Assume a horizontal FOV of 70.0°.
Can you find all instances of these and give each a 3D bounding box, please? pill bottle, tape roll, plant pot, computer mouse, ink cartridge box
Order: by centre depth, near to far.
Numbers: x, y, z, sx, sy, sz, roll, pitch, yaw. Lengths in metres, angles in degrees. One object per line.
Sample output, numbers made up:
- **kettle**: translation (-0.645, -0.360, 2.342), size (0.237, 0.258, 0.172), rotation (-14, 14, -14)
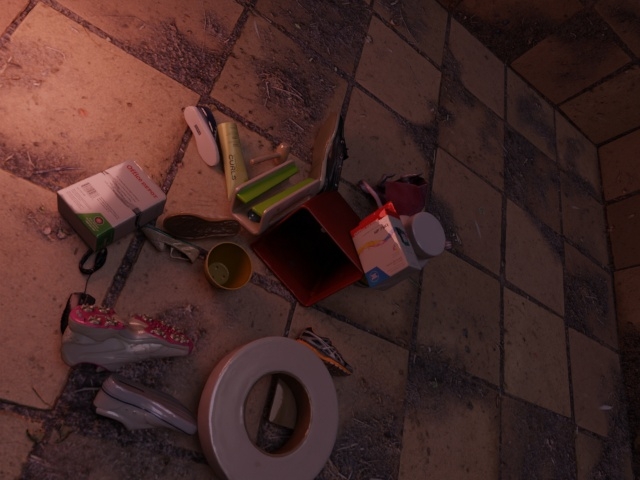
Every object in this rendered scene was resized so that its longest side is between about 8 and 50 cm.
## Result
- **computer mouse**: translation (-0.557, 0.117, 1.090), size (0.071, 0.041, 0.242), rotation (18, 62, -29)
- **ink cartridge box**: translation (-0.521, -0.093, 1.154), size (0.153, 0.087, 0.208), rotation (48, 51, 5)
- **tape roll**: translation (-0.123, 0.448, 1.183), size (0.391, 0.072, 0.393), rotation (14, 65, -33)
- **plant pot**: translation (-0.271, 0.082, 1.273), size (0.134, 0.095, 0.134), rotation (14, 64, -31)
- **ink cartridge box**: translation (0.171, 0.007, 1.278), size (0.078, 0.134, 0.231), rotation (16, 47, -48)
- **plant pot**: translation (0.000, 0.000, 1.415), size (0.267, 0.267, 0.236), rotation (50, 39, -9)
- **pill bottle**: translation (0.238, 0.029, 1.506), size (0.187, 0.334, 0.188), rotation (14, 64, -31)

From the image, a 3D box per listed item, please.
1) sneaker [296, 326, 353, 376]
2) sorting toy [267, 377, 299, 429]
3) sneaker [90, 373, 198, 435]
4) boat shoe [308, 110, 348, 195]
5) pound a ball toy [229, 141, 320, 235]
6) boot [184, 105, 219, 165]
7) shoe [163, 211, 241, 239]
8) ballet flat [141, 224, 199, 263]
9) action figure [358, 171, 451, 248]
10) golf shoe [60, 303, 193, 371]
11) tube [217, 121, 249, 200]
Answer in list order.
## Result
- **sneaker**: translation (0.019, 0.342, 1.389), size (0.214, 0.084, 0.083), rotation (39, 49, -16)
- **sorting toy**: translation (-0.082, 0.451, 1.294), size (0.132, 0.046, 0.275), rotation (28, 59, -24)
- **sneaker**: translation (-0.406, 0.403, 1.067), size (0.258, 0.094, 0.091), rotation (39, 86, -25)
- **boat shoe**: translation (0.046, -0.301, 1.634), size (0.113, 0.127, 0.340), rotation (24, 61, -28)
- **pound a ball toy**: translation (-0.155, -0.163, 1.440), size (0.208, 0.136, 0.319), rotation (38, 44, 14)
- **boot**: translation (-0.342, -0.326, 1.407), size (0.086, 0.069, 0.190), rotation (-33, 104, -58)
- **shoe**: translation (-0.339, -0.042, 1.306), size (0.218, 0.058, 0.077), rotation (4, 101, -30)
- **ballet flat**: translation (-0.407, 0.015, 1.231), size (0.168, 0.057, 0.053), rotation (27, 68, -25)
- **action figure**: translation (0.310, -0.060, 1.688), size (0.275, 0.248, 0.371), rotation (-9, 103, -5)
- **golf shoe**: translation (-0.455, 0.248, 1.085), size (0.306, 0.115, 0.140), rotation (25, 94, -38)
- **tube**: translation (-0.268, -0.244, 1.425), size (0.070, 0.062, 0.240), rotation (-10, 90, -2)
